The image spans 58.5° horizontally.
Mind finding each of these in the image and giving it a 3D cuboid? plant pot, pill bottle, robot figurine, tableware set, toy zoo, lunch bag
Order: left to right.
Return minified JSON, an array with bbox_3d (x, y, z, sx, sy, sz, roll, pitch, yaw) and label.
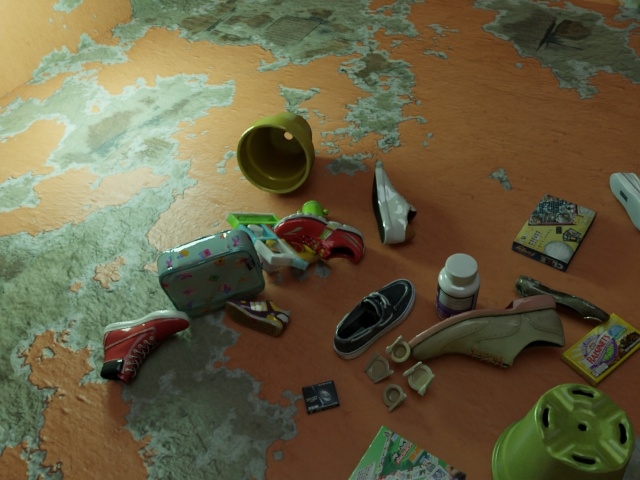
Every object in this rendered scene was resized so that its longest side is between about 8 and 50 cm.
[{"bbox_3d":[-0.294,0.097,1.597,0.279,0.224,0.108,-18,44,-2],"label":"lunch bag"},{"bbox_3d":[-0.132,0.002,1.720,0.192,0.030,0.293,-2,34,-48],"label":"toy zoo"},{"bbox_3d":[-0.133,-0.323,1.964,0.254,0.254,0.239,5,32,11],"label":"plant pot"},{"bbox_3d":[-0.024,-0.079,1.829,0.101,0.067,0.115,-5,47,-2],"label":"robot figurine"},{"bbox_3d":[0.192,0.329,1.423,0.141,0.020,0.168,-43,53,8],"label":"tableware set"},{"bbox_3d":[0.363,0.127,1.511,0.108,0.193,0.108,-3,47,3],"label":"pill bottle"},{"bbox_3d":[0.511,0.433,1.173,0.276,0.254,0.276,-3,47,3],"label":"plant pot"}]

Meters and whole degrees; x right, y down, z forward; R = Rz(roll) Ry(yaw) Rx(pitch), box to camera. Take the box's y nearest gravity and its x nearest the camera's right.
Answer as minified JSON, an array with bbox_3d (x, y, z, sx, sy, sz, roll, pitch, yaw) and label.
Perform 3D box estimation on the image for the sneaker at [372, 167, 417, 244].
[{"bbox_3d":[0.235,-0.109,1.816,0.123,0.106,0.290,-3,56,-6],"label":"sneaker"}]

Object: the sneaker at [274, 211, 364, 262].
[{"bbox_3d":[0.000,0.000,1.692,0.279,0.107,0.118,11,52,-9],"label":"sneaker"}]

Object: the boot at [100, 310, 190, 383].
[{"bbox_3d":[-0.464,0.290,1.528,0.244,0.088,0.176,-16,48,3],"label":"boot"}]

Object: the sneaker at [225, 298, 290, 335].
[{"bbox_3d":[-0.174,0.199,1.597,0.185,0.069,0.084,22,45,16],"label":"sneaker"}]

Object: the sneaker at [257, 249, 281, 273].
[{"bbox_3d":[-0.131,0.070,1.722,0.134,0.070,0.051,13,3,-15],"label":"sneaker"}]

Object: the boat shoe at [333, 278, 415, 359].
[{"bbox_3d":[0.148,0.189,1.539,0.301,0.102,0.108,-36,54,-24],"label":"boat shoe"}]

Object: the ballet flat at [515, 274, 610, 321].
[{"bbox_3d":[0.642,0.166,1.534,0.250,0.084,0.058,25,83,28],"label":"ballet flat"}]

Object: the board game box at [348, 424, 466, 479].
[{"bbox_3d":[0.144,0.582,1.217,0.213,0.046,0.317,24,55,27],"label":"board game box"}]

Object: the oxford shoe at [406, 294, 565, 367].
[{"bbox_3d":[0.417,0.251,1.436,0.397,0.140,0.146,-16,68,4],"label":"oxford shoe"}]

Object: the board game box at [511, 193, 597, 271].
[{"bbox_3d":[0.704,-0.029,1.721,0.165,0.042,0.243,27,56,27],"label":"board game box"}]

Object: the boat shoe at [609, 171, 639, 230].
[{"bbox_3d":[0.980,-0.125,1.744,0.084,0.095,0.258,-10,48,3],"label":"boat shoe"}]

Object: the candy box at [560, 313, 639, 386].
[{"bbox_3d":[0.721,0.274,1.451,0.206,0.027,0.105,-30,48,-20],"label":"candy box"}]

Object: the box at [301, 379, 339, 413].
[{"bbox_3d":[0.000,0.390,1.427,0.083,0.018,0.067,-12,47,-5],"label":"box"}]
